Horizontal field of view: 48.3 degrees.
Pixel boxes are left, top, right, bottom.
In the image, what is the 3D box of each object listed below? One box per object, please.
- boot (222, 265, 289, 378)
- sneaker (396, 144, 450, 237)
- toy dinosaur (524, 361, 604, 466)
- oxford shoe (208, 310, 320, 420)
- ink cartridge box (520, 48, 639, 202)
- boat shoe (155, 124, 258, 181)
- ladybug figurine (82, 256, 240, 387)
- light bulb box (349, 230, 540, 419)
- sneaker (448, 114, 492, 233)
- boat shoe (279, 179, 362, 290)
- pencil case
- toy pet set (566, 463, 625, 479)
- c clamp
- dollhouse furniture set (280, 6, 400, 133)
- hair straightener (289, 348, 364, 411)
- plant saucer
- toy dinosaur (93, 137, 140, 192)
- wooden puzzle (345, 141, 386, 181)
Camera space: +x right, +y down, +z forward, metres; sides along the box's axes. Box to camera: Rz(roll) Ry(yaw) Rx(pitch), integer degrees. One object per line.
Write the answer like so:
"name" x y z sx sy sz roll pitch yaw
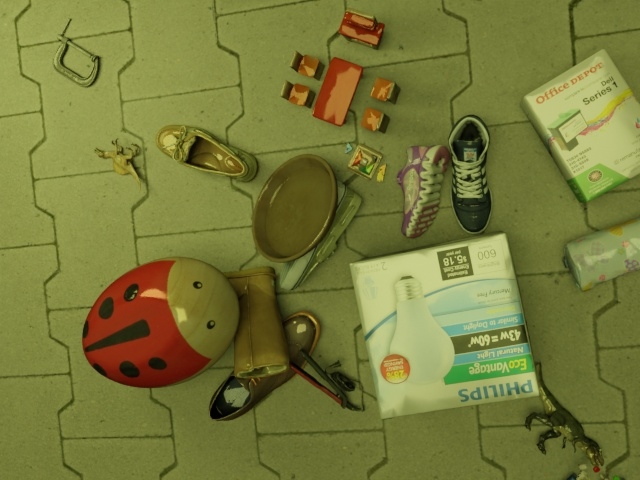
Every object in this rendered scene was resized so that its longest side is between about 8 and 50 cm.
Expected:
"boot" -0.203 0.206 1.748 0.236 0.089 0.269 -15 59 12
"sneaker" 0.228 -0.124 1.703 0.105 0.095 0.236 24 111 34
"toy dinosaur" 0.546 0.430 1.676 0.118 0.064 0.268 -35 85 -3
"oxford shoe" -0.139 0.326 1.781 0.130 0.133 0.363 43 100 8
"ink cartridge box" 0.606 -0.252 1.595 0.201 0.117 0.278 -31 86 12
"boat shoe" -0.298 -0.227 1.807 0.285 0.089 0.104 18 97 11
"ladybug figurine" -0.405 0.207 1.697 0.450 0.162 0.305 -26 85 23
"light bulb box" 0.283 0.187 1.635 0.358 0.225 0.360 -12 89 13
"sneaker" 0.344 -0.153 1.639 0.099 0.153 0.282 -1 93 13
"boat shoe" 0.000 0.000 1.748 0.094 0.109 0.302 26 102 -17
"pencil case" 0.689 0.022 1.595 0.273 0.113 0.124 -21 97 13
"toy pet set" 0.627 0.561 1.670 0.122 0.065 0.114 31 107 -28
"c clamp" -0.652 -0.494 1.905 0.161 0.022 0.137 38 100 8
"dollhouse furniture set" 0.059 -0.404 1.696 0.262 0.135 0.259 21 97 10
"hair straightener" 0.032 0.342 1.760 0.230 0.047 0.089 41 90 -11
"plant saucer" -0.058 -0.075 1.722 0.278 0.041 0.277 -20 59 37
"toy dinosaur" -0.514 -0.209 1.885 0.183 0.053 0.092 37 115 15
"wooden puzzle" 0.110 -0.194 1.759 0.116 0.014 0.078 22 97 11
